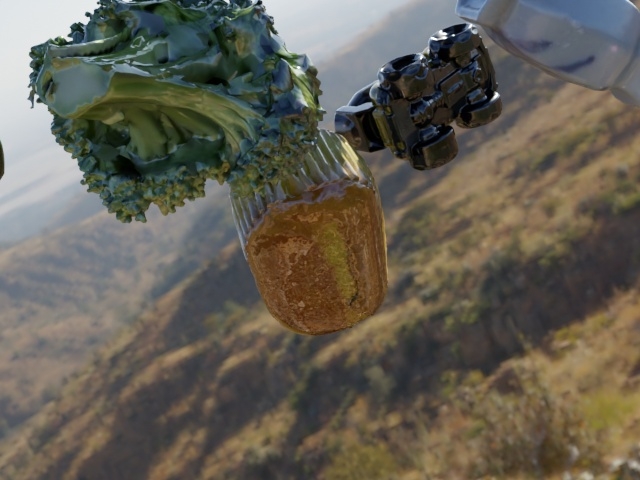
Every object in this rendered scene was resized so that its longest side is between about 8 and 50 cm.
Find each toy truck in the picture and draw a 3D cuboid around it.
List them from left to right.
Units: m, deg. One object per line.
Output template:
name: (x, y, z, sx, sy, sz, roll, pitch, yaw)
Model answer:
toy truck: (0.135, -0.201, 1.697, 0.165, 0.147, 0.224, 3, 34, 48)

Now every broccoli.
broccoli: (-0.176, -0.138, 1.381, 0.375, 0.249, 0.302, 22, 39, 23)

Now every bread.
bread: (0.000, 0.000, 1.617, 0.204, 0.288, 0.156, -19, 46, -4)

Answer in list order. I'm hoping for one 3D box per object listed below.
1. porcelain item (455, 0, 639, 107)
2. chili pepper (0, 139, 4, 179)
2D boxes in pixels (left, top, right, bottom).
porcelain item: (0.467, -0.398, 2.291, 0.178, 0.405, 0.242, -64, 18, 7)
chili pepper: (-0.513, -0.135, 1.601, 0.165, 0.261, 0.174, -3, 20, 19)
